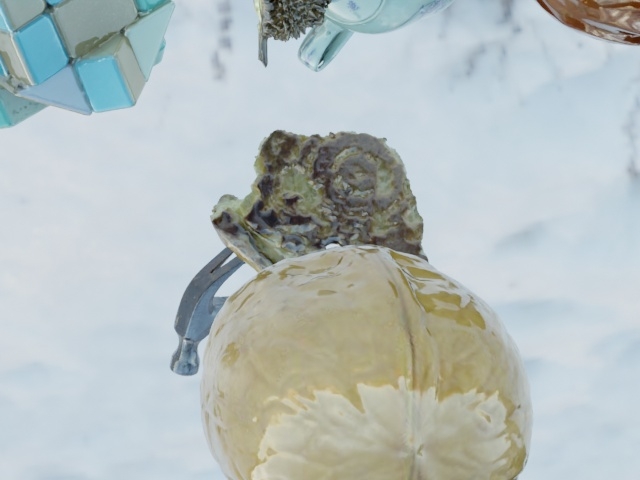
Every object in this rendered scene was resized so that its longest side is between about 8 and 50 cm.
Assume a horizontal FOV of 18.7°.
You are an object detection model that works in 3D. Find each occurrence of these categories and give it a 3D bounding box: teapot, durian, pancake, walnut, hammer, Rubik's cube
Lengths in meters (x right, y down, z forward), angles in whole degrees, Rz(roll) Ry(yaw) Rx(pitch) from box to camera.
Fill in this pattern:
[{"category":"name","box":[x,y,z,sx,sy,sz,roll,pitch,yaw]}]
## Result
[{"category":"teapot","box":[0.039,-0.249,1.761,0.159,0.159,0.232,5,137,-23]},{"category":"durian","box":[-0.022,-0.194,1.385,0.071,0.140,0.110,-3,-167,3]},{"category":"pancake","box":[0.000,0.000,1.976,0.212,0.257,0.056,-10,152,-10]},{"category":"walnut","box":[0.024,0.092,1.143,0.193,0.193,0.226,-7,-173,-5]},{"category":"hammer","box":[-0.034,0.067,2.134,0.289,0.037,0.137,-6,119,-40]},{"category":"Rubik's cube","box":[-0.271,-0.218,1.873,0.224,0.265,0.213,-38,127,-24]}]

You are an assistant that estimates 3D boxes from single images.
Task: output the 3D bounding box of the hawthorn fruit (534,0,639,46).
[{"category":"hawthorn fruit","box":[0.263,-0.303,1.405,0.308,0.325,0.308,1,-176,0]}]
